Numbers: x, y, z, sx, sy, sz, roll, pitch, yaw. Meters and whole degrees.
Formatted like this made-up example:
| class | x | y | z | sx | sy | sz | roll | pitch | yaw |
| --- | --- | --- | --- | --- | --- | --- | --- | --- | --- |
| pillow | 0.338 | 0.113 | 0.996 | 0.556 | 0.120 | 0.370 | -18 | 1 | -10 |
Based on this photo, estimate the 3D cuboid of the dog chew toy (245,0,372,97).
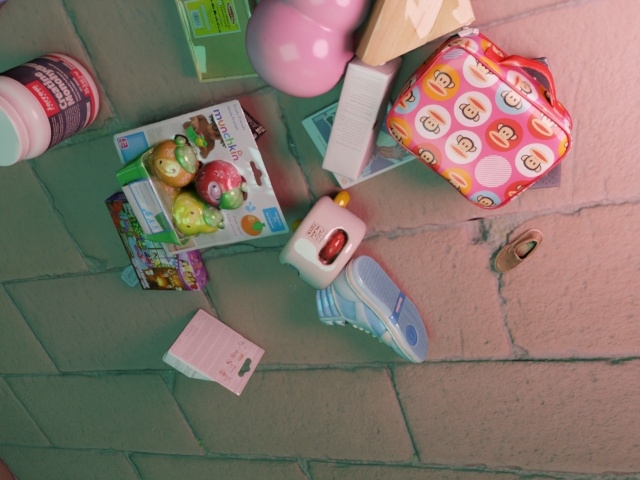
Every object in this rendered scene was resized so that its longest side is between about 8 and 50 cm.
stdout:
| class | x | y | z | sx | sy | sz | roll | pitch | yaw |
| --- | --- | --- | --- | --- | --- | --- | --- | --- | --- |
| dog chew toy | -0.002 | -0.430 | 1.076 | 0.206 | 0.206 | 0.332 | 31 | 121 | 1 |

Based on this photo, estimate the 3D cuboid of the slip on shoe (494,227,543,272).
| class | x | y | z | sx | sy | sz | roll | pitch | yaw |
| --- | --- | --- | --- | --- | --- | --- | --- | --- | --- |
| slip on shoe | 0.427 | 0.029 | 1.297 | 0.051 | 0.041 | 0.135 | 39 | 128 | -6 |

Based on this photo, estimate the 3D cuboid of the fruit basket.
| class | x | y | z | sx | sy | sz | roll | pitch | yaw |
| --- | --- | --- | --- | --- | --- | --- | --- | --- | --- |
| fruit basket | -0.283 | -0.124 | 1.376 | 0.353 | 0.165 | 0.327 | -6 | 116 | 28 |

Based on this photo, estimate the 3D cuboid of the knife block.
| class | x | y | z | sx | sy | sz | roll | pitch | yaw |
| --- | --- | --- | --- | --- | --- | --- | --- | --- | --- |
| knife block | 0.152 | -0.457 | 0.997 | 0.275 | 0.088 | 0.242 | -24 | 114 | 6 |

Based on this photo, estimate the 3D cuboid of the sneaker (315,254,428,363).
| class | x | y | z | sx | sy | sz | roll | pitch | yaw |
| --- | --- | --- | --- | --- | --- | --- | --- | --- | --- |
| sneaker | 0.115 | 0.192 | 1.492 | 0.208 | 0.127 | 0.319 | -26 | 107 | 38 |

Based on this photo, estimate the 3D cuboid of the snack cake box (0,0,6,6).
| class | x | y | z | sx | sy | sz | roll | pitch | yaw |
| --- | --- | --- | --- | --- | --- | --- | --- | --- | --- |
| snack cake box | -0.852 | -0.618 | 1.325 | 0.089 | 0.152 | 0.264 | -22 | 112 | 32 |

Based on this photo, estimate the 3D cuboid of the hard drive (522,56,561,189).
| class | x | y | z | sx | sy | sz | roll | pitch | yaw |
| --- | --- | --- | --- | --- | --- | --- | --- | --- | --- |
| hard drive | 0.367 | -0.217 | 1.148 | 0.172 | 0.054 | 0.255 | -4 | 120 | 25 |

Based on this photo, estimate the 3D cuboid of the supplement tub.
| class | x | y | z | sx | sy | sz | roll | pitch | yaw |
| --- | --- | --- | --- | --- | --- | --- | --- | --- | --- |
| supplement tub | -0.666 | -0.305 | 1.381 | 0.191 | 0.272 | 0.191 | 11 | 126 | 15 |

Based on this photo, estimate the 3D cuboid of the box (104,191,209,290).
| class | x | y | z | sx | sy | sz | roll | pitch | yaw |
| --- | --- | --- | --- | --- | --- | --- | --- | --- | --- |
| box | -0.443 | 0.004 | 1.632 | 0.200 | 0.057 | 0.293 | -1 | 121 | 22 |

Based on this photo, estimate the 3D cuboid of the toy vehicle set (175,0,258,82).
| class | x | y | z | sx | sy | sz | roll | pitch | yaw |
| --- | --- | --- | --- | --- | --- | --- | --- | --- | --- |
| toy vehicle set | -0.211 | -0.467 | 1.233 | 0.166 | 0.035 | 0.267 | 1 | 122 | 22 |

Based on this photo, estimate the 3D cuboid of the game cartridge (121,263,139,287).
| class | x | y | z | sx | sy | sz | roll | pitch | yaw |
| --- | --- | --- | --- | --- | --- | --- | --- | --- | --- |
| game cartridge | -0.557 | 0.101 | 1.772 | 0.056 | 0.017 | 0.083 | 41 | 128 | -12 |

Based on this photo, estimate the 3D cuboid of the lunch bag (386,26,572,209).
| class | x | y | z | sx | sy | sz | roll | pitch | yaw |
| --- | --- | --- | --- | --- | --- | --- | --- | --- | --- |
| lunch bag | 0.292 | -0.220 | 1.061 | 0.293 | 0.120 | 0.258 | 39 | 131 | -7 |

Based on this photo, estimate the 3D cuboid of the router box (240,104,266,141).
| class | x | y | z | sx | sy | sz | roll | pitch | yaw |
| --- | --- | --- | --- | --- | --- | --- | --- | --- | --- |
| router box | -0.196 | -0.242 | 1.376 | 0.092 | 0.038 | 0.122 | 43 | 128 | -10 |

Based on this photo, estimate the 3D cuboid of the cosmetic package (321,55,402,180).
| class | x | y | z | sx | sy | sz | roll | pitch | yaw |
| --- | --- | --- | --- | --- | --- | --- | --- | --- | --- |
| cosmetic package | 0.080 | -0.247 | 1.178 | 0.085 | 0.117 | 0.231 | 22 | 129 | 10 |

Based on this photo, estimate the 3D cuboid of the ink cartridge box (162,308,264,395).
| class | x | y | z | sx | sy | sz | roll | pitch | yaw |
| --- | --- | --- | --- | --- | --- | --- | --- | --- | --- |
| ink cartridge box | -0.301 | 0.326 | 1.707 | 0.232 | 0.189 | 0.066 | 36 | 129 | -4 |

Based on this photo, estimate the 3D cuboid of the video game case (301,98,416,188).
| class | x | y | z | sx | sy | sz | roll | pitch | yaw |
| --- | --- | --- | --- | --- | --- | --- | --- | --- | --- |
| video game case | 0.085 | -0.221 | 1.283 | 0.201 | 0.023 | 0.183 | -21 | 112 | 32 |

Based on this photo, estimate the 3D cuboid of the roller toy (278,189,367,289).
| class | x | y | z | sx | sy | sz | roll | pitch | yaw |
| --- | --- | --- | --- | --- | --- | --- | --- | --- | --- |
| roller toy | 0.000 | 0.000 | 1.360 | 0.146 | 0.191 | 0.209 | 36 | 129 | -2 |
